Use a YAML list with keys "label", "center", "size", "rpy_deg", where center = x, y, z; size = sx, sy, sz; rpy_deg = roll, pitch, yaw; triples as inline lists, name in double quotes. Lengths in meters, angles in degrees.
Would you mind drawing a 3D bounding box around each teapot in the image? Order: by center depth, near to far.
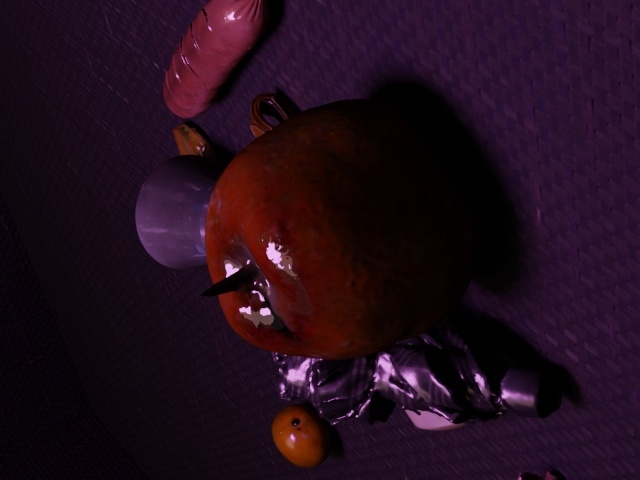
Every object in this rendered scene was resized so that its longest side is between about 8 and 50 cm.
- label: "teapot"
  center: [-0.136, -0.023, 1.909]
  size: [0.203, 0.171, 0.225]
  rpy_deg: [33, 168, -36]

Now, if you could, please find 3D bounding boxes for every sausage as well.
- label: "sausage"
  center: [-0.140, -0.237, 1.705]
  size: [0.088, 0.088, 0.433]
  rpy_deg: [59, 160, 1]

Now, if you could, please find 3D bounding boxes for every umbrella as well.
- label: "umbrella"
  center: [0.090, 0.154, 1.480]
  size: [0.337, 0.154, 0.128]
  rpy_deg: [19, 159, 37]

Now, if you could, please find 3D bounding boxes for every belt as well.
- label: "belt"
  center: [-0.056, -0.147, 1.667]
  size: [0.083, 0.059, 0.036]
  rpy_deg: [49, 158, 27]

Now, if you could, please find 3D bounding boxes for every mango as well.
- label: "mango"
  center: [-0.035, 0.327, 2.242]
  size: [0.111, 0.089, 0.163]
  rpy_deg: [61, 168, -6]

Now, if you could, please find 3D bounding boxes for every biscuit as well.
- label: "biscuit"
  center: [-0.174, -0.077, 2.091]
  size: [0.118, 0.029, 0.247]
  rpy_deg: [42, 154, 45]

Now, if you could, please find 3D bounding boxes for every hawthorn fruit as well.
- label: "hawthorn fruit"
  center: [0.000, 0.000, 1.395]
  size: [0.268, 0.301, 0.268]
  rpy_deg: [50, 153, 37]

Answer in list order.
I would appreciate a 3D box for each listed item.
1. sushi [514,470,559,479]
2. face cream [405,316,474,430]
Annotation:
- label: "sushi"
  center: [0.260, 0.366, 1.491]
  size: [0.241, 0.161, 0.107]
  rpy_deg: [45, 154, 36]
- label: "face cream"
  center: [0.081, 0.080, 1.627]
  size: [0.348, 0.081, 0.173]
  rpy_deg: [56, 151, 9]
